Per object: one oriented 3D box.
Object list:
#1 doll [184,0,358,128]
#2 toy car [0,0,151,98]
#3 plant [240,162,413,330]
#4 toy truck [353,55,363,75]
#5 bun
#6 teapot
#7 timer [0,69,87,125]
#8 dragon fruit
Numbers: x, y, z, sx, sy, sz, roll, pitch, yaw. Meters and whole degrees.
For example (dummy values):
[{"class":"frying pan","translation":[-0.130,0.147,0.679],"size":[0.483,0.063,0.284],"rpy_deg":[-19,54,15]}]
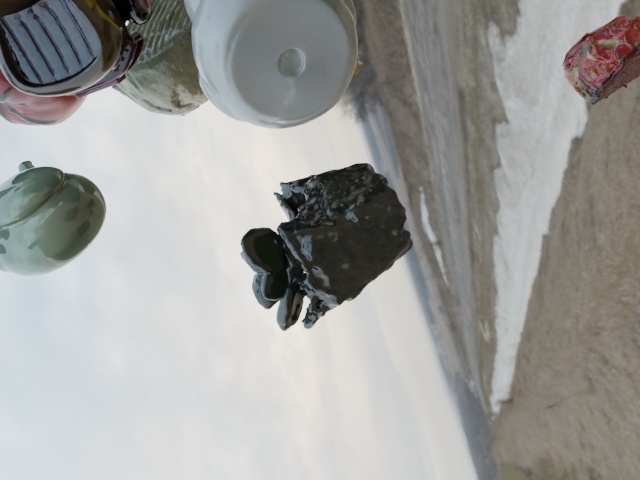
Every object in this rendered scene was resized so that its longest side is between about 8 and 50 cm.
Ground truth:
[{"class":"doll","translation":[-0.075,-0.267,0.779],"size":[0.251,0.221,0.221],"rpy_deg":[41,-155,-41]},{"class":"toy car","translation":[-0.424,-0.361,0.908],"size":[0.240,0.271,0.341],"rpy_deg":[-87,-23,-59]},{"class":"plant","translation":[0.000,0.000,1.017],"size":[0.188,0.276,0.199],"rpy_deg":[49,166,53]},{"class":"toy truck","translation":[-0.017,-0.333,1.197],"size":[0.270,0.135,0.114],"rpy_deg":[-56,-46,-45]},{"class":"bun","translation":[-0.294,-0.374,1.284],"size":[0.205,0.281,0.282],"rpy_deg":[57,-165,-52]},{"class":"teapot","translation":[-0.511,-0.008,1.030],"size":[0.318,0.219,0.149],"rpy_deg":[-54,-45,-33]},{"class":"timer","translation":[-0.642,-0.403,1.250],"size":[0.378,0.377,0.279],"rpy_deg":[49,-119,-75]},{"class":"dragon fruit","translation":[0.614,-0.392,1.311],"size":[0.189,0.261,0.163],"rpy_deg":[22,133,40]}]
